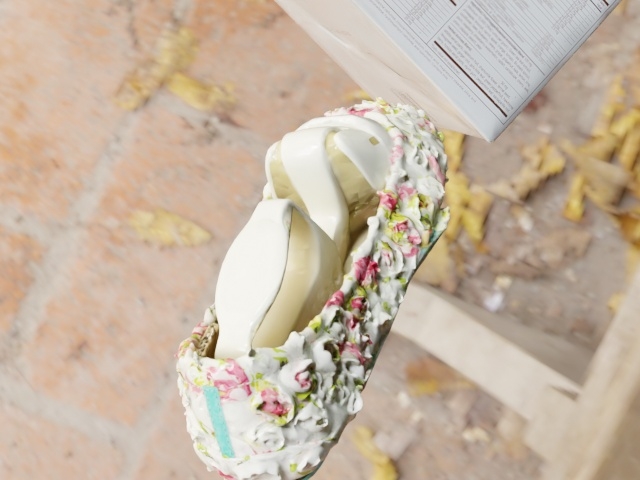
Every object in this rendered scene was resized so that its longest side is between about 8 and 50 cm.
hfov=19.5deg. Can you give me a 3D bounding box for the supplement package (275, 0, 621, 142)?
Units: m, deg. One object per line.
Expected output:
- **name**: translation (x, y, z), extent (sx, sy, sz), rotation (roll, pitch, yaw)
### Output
- **supplement package**: translation (0.091, -0.190, 1.145), extent (0.149, 0.194, 0.203), rotation (44, 86, -19)

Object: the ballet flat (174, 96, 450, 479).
- **ballet flat**: translation (0.000, 0.000, 0.800), extent (0.091, 0.241, 0.077), rotation (-8, 129, 24)
